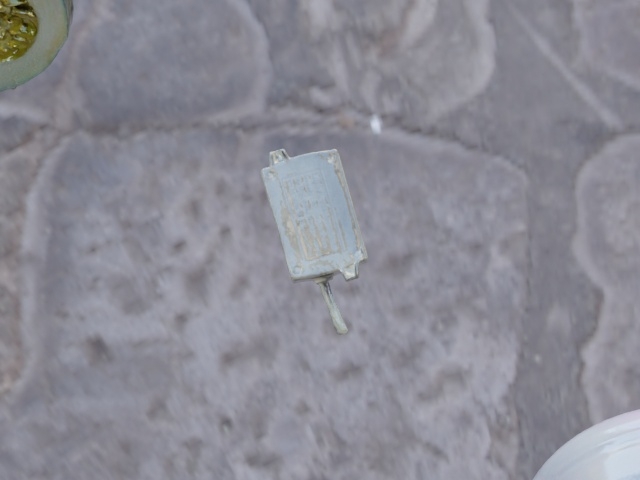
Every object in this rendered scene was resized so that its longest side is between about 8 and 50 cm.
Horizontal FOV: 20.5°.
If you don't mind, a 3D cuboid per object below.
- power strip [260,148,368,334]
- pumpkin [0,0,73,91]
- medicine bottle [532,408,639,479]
[{"bbox_3d":[0.000,0.000,1.601,0.075,0.042,0.175,-15,84,-2],"label":"power strip"},{"bbox_3d":[-0.407,-0.321,1.999,0.293,0.263,0.197,-18,49,28],"label":"pumpkin"},{"bbox_3d":[0.275,0.298,1.300,0.241,0.241,0.302,-10,37,6],"label":"medicine bottle"}]
